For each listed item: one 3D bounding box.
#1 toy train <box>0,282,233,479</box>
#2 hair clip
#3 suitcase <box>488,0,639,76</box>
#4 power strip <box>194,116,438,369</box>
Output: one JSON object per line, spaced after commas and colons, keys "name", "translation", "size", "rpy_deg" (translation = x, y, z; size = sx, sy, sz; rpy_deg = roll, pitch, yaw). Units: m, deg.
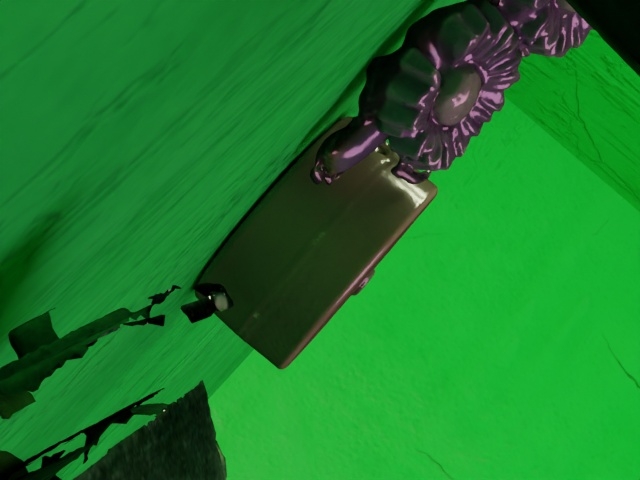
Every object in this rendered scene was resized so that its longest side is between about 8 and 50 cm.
{"name": "toy train", "translation": [-0.113, 0.098, 0.379], "size": [0.190, 0.126, 0.307], "rpy_deg": [-17, -176, 10]}
{"name": "hair clip", "translation": [0.102, -0.130, 0.884], "size": [0.292, 0.084, 0.106], "rpy_deg": [-46, 149, -15]}
{"name": "suitcase", "translation": [0.229, -0.156, 0.396], "size": [0.194, 0.283, 0.434], "rpy_deg": [-15, 152, -51]}
{"name": "power strip", "translation": [0.000, 0.000, 0.947], "size": [0.154, 0.078, 0.154], "rpy_deg": [-48, 177, -4]}
